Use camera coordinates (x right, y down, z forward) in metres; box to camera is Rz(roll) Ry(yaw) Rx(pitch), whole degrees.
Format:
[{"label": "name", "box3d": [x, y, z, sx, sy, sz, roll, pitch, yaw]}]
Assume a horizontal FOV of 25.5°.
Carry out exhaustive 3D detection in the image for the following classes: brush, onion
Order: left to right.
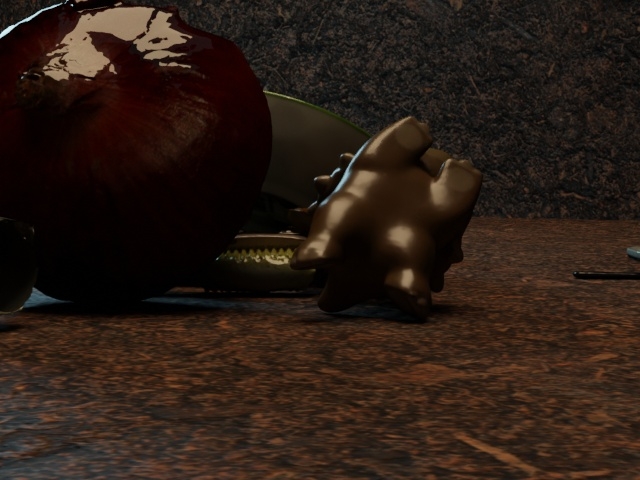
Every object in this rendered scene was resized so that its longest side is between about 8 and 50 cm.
[{"label": "onion", "box3d": [-0.229, -0.084, 1.518, 0.341, 0.341, 0.341, 1, 3, 0]}, {"label": "brush", "box3d": [-0.153, 0.032, 1.626, 0.313, 0.072, 0.067, 0, 17, 2]}]

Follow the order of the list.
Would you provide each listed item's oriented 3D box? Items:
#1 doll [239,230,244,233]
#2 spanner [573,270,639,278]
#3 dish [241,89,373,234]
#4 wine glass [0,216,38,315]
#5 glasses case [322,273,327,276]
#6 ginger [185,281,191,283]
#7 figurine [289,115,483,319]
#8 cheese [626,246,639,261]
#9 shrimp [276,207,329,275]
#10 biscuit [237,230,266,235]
[{"label": "doll", "box3d": [-0.158, -0.064, 2.348, 0.099, 0.188, 0.384, -29, 11, 11]}, {"label": "spanner", "box3d": [0.442, 0.046, 1.895, 0.208, 0.012, 0.046, 0, 3, -2]}, {"label": "dish", "box3d": [-0.059, -0.070, 1.884, 0.324, 0.124, 0.324, 17, -20, 6]}, {"label": "wine glass", "box3d": [-0.366, 0.022, 1.326, 0.204, 0.111, 0.111, -1, 2, 31]}, {"label": "glasses case", "box3d": [0.022, 0.024, 1.944, 0.064, 0.041, 0.170, -13, 2, 8]}, {"label": "ginger", "box3d": [-0.188, 0.017, 1.737, 0.193, 0.115, 0.122, 12, 31, 35]}, {"label": "figurine", "box3d": [0.065, -0.005, 1.494, 0.177, 0.247, 0.173, 23, -36, -6]}, {"label": "cheese", "box3d": [0.462, 0.028, 1.823, 0.127, 0.050, 0.235, -4, 8, -9]}, {"label": "shrimp", "box3d": [0.000, 0.000, 1.709, 0.152, 0.063, 0.287, 35, -13, -32]}, {"label": "biscuit", "box3d": [-0.117, 0.016, 1.904, 0.183, 0.061, 0.118, 2, 2, 33]}]
